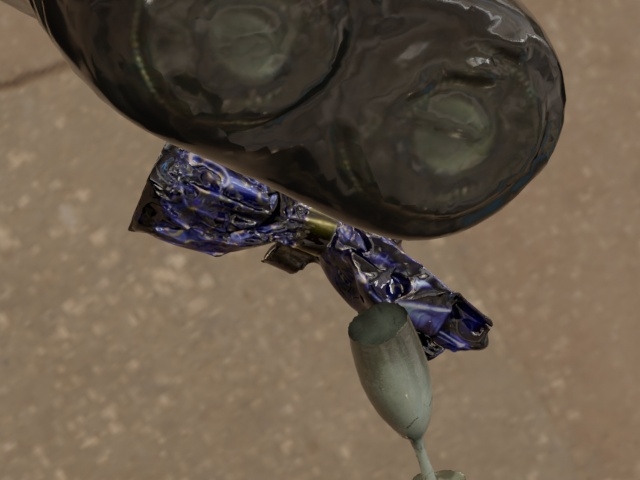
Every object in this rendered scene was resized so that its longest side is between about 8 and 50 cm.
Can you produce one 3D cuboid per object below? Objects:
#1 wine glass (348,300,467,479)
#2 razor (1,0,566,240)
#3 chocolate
[{"bbox_3d":[0.068,0.140,1.498,0.066,0.066,0.198,-63,143,-44],"label":"wine glass"},{"bbox_3d":[-0.052,-0.111,0.766,0.204,0.113,0.349,21,9,-30],"label":"razor"},{"bbox_3d":[0.003,0.004,1.623,0.343,0.148,0.126,26,67,-12],"label":"chocolate"}]
